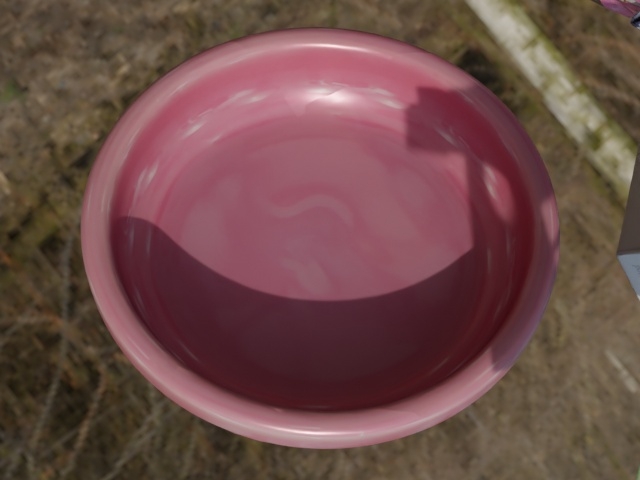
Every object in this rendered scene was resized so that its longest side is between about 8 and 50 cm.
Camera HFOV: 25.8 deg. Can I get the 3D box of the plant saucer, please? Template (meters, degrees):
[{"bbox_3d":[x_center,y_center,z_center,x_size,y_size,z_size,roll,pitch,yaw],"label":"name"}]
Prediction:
[{"bbox_3d":[0.000,0.000,0.996,0.332,0.332,0.084,-35,157,-20],"label":"plant saucer"}]

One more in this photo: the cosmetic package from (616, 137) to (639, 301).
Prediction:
[{"bbox_3d":[0.338,-0.011,1.091,0.151,0.151,0.183,-12,-143,32],"label":"cosmetic package"}]

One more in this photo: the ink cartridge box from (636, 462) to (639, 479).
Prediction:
[{"bbox_3d":[0.251,0.142,0.677,0.219,0.160,0.092,54,50,-57],"label":"ink cartridge box"}]

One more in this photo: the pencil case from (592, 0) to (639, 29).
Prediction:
[{"bbox_3d":[0.269,-0.322,0.889,0.386,0.160,0.167,-69,169,20],"label":"pencil case"}]
